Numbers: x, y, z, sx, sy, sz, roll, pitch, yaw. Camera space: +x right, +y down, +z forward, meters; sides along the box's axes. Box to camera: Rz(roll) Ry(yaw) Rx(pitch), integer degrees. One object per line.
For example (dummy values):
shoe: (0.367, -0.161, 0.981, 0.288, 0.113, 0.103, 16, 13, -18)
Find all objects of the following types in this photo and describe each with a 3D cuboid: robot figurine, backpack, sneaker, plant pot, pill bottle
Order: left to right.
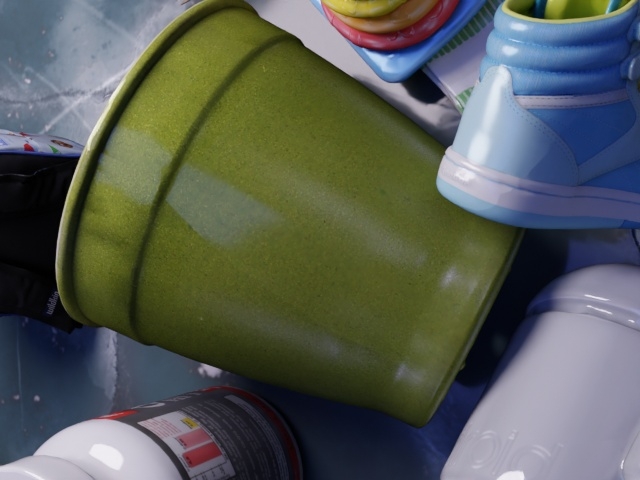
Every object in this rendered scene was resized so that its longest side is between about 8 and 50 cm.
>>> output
backpack: (-0.412, -0.029, 0.980, 0.213, 0.263, 0.277, 19, 97, 23)
pill bottle: (-0.181, 0.279, 0.813, 0.210, 0.363, 0.210, -1, 88, 24)
plant pot: (0.000, 0.000, 0.774, 0.353, 0.366, 0.367, 26, 99, 11)
robot figurine: (0.238, 0.165, 0.670, 0.199, 0.300, 0.353, 35, 68, -2)
sneaker: (0.255, -0.121, 0.652, 0.127, 0.319, 0.208, 36, 122, 48)

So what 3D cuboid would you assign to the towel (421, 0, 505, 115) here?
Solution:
towel: (0.227, -0.225, 0.825, 0.248, 0.038, 0.325, -39, 74, 17)

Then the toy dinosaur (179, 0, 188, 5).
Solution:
toy dinosaur: (-0.117, -0.401, 0.980, 0.112, 0.064, 0.212, -11, 74, 41)

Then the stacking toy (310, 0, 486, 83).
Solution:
stacking toy: (0.035, -0.282, 0.724, 0.166, 0.302, 0.175, -44, 73, 16)

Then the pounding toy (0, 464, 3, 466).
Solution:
pounding toy: (-0.547, 0.427, 1.086, 0.154, 0.154, 0.270, 3, 89, 24)
